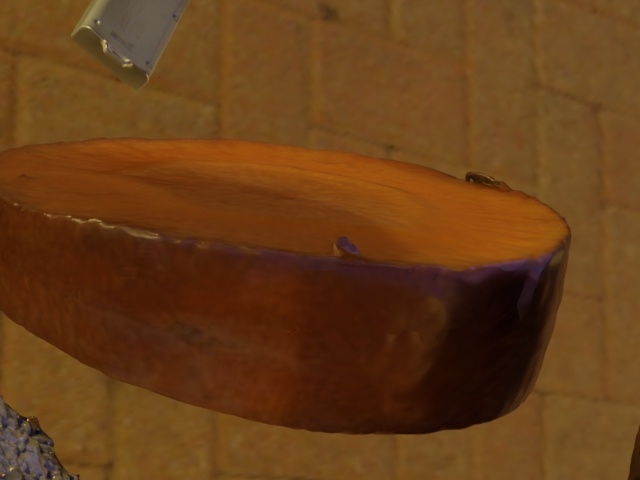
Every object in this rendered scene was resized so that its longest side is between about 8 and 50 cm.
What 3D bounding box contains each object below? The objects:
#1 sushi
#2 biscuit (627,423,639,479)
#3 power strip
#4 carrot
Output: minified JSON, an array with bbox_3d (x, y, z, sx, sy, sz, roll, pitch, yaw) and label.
[{"bbox_3d":[-0.223,0.179,1.277,0.150,0.078,0.090,50,28,-16],"label":"sushi"},{"bbox_3d":[0.246,0.218,0.940,0.070,0.394,0.350,20,50,-37],"label":"biscuit"},{"bbox_3d":[-0.121,-0.188,1.328,0.060,0.027,0.252,39,34,-15],"label":"power strip"},{"bbox_3d":[-0.030,0.005,0.932,0.258,0.307,0.100,-80,-177,-75],"label":"carrot"}]
